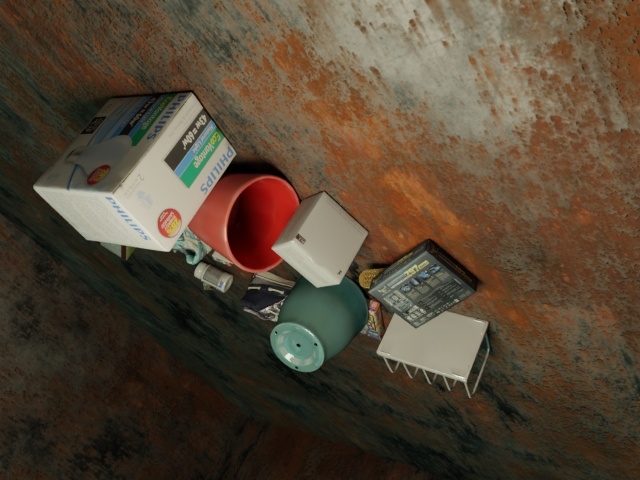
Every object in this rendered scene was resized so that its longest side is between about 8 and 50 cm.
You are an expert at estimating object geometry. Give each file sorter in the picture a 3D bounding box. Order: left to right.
[{"bbox_3d":[0.350,0.330,1.841,0.277,0.193,0.173,12,150,31],"label":"file sorter"}]

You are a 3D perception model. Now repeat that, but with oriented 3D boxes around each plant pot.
[{"bbox_3d":[-0.231,-0.072,1.702,0.243,0.275,0.275,19,152,40],"label":"plant pot"},{"bbox_3d":[-0.019,0.264,1.923,0.271,0.255,0.272,13,122,21],"label":"plant pot"}]

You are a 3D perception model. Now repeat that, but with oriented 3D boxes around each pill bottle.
[{"bbox_3d":[-0.418,0.141,2.395,0.137,0.078,0.078,25,152,11],"label":"pill bottle"}]

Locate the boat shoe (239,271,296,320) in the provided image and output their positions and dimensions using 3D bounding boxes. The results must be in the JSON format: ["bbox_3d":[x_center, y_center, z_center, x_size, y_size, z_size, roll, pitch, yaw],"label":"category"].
[{"bbox_3d":[-0.122,0.227,2.161,0.340,0.158,0.127,15,149,28],"label":"boat shoe"}]

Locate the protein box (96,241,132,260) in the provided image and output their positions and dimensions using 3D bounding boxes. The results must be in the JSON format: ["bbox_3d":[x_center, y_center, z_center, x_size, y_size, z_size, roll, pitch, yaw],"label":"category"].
[{"bbox_3d":[-0.687,-0.073,2.174,0.136,0.200,0.201,32,152,-3],"label":"protein box"}]

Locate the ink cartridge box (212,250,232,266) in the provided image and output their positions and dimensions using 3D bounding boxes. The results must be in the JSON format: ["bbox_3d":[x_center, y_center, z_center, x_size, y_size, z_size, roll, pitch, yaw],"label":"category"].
[{"bbox_3d":[-0.320,0.057,2.177,0.115,0.063,0.029,20,149,19],"label":"ink cartridge box"}]

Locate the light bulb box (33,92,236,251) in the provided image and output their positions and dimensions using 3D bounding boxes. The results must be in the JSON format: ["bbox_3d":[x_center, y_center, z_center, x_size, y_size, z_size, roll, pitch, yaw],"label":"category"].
[{"bbox_3d":[-0.486,-0.186,1.627,0.361,0.358,0.225,6,145,37],"label":"light bulb box"}]

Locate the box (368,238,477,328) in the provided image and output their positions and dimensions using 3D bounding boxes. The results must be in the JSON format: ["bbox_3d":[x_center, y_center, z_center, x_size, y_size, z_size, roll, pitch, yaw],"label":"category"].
[{"bbox_3d":[0.271,0.121,1.637,0.183,0.059,0.232,37,130,-14],"label":"box"}]

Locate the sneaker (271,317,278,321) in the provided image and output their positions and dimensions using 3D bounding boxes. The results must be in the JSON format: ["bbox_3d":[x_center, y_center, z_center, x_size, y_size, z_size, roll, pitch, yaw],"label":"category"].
[{"bbox_3d":[-0.114,0.298,2.352,0.232,0.090,0.115,34,149,-8],"label":"sneaker"}]

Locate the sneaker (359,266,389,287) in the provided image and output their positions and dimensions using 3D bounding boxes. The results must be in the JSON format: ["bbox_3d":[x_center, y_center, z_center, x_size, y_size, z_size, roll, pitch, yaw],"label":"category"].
[{"bbox_3d":[0.208,0.108,1.760,0.185,0.070,0.084,0,174,26],"label":"sneaker"}]

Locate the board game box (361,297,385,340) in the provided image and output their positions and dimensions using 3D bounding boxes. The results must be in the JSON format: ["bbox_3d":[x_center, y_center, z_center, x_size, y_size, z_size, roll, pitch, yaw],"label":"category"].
[{"bbox_3d":[0.136,0.254,2.077,0.146,0.045,0.193,18,150,23],"label":"board game box"}]

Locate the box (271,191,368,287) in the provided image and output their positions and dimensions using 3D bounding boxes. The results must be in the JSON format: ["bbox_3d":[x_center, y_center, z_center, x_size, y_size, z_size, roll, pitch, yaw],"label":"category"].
[{"bbox_3d":[0.000,0.000,1.648,0.181,0.182,0.119,42,152,-20],"label":"box"}]

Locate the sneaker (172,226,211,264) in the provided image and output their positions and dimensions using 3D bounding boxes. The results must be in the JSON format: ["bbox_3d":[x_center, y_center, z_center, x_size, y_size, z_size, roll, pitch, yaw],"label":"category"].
[{"bbox_3d":[-0.478,-0.024,2.135,0.110,0.122,0.283,7,144,36],"label":"sneaker"}]

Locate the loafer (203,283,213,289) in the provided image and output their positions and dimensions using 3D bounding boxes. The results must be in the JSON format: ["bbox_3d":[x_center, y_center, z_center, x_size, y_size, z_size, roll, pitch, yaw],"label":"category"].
[{"bbox_3d":[-0.463,0.178,2.547,0.039,0.045,0.125,14,159,-4],"label":"loafer"}]
